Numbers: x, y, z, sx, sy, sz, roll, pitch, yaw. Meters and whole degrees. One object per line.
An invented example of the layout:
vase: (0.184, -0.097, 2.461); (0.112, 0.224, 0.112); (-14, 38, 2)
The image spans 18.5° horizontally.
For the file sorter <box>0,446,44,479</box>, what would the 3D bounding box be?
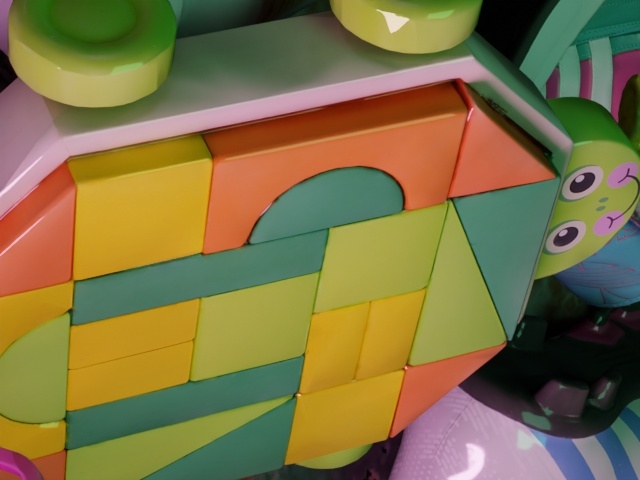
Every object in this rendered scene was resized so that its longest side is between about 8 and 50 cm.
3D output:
file sorter: (-0.163, 0.173, 0.685); (0.182, 0.202, 0.291); (-52, 130, -28)

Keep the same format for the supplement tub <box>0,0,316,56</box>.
supplement tub: (-0.043, -0.155, 0.786); (0.199, 0.144, 0.144); (-34, 121, -37)

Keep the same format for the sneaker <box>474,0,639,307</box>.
sneaker: (0.099, -0.021, 0.987); (0.295, 0.124, 0.178); (-48, 119, -30)

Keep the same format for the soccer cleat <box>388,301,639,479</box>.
soccer cleat: (0.147, 0.114, 1.083); (0.331, 0.116, 0.143); (3, 119, -50)

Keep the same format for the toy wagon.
toy wagon: (0.000, 0.000, 0.774); (0.344, 0.068, 0.267); (-12, 140, -20)
